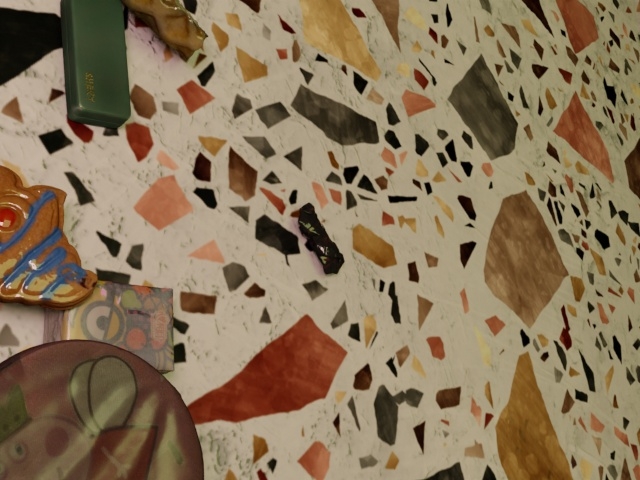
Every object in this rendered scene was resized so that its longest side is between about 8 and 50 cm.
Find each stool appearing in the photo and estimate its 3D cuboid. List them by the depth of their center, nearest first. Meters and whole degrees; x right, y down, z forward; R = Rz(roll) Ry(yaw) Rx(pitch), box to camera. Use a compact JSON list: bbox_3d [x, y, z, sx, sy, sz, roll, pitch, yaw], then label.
[{"bbox_3d":[-0.270,0.245,0.729,0.272,0.178,0.272,18,62,-38],"label":"stool"}]

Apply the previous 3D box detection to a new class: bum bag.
[{"bbox_3d":[-0.001,0.000,1.182,0.124,0.034,0.058,58,36,-10],"label":"bum bag"}]

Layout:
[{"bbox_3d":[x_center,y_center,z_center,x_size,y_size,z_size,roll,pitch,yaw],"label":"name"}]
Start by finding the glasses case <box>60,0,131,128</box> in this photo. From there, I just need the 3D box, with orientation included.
[{"bbox_3d":[-0.303,-0.246,0.991,0.078,0.039,0.184,5,71,-42],"label":"glasses case"}]

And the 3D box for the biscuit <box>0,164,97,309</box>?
[{"bbox_3d":[-0.370,-0.016,0.801,0.280,0.043,0.183,36,49,-15],"label":"biscuit"}]

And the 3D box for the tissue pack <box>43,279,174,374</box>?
[{"bbox_3d":[-0.251,0.105,0.886,0.148,0.060,0.108,12,67,-39],"label":"tissue pack"}]

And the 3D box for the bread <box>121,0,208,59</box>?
[{"bbox_3d":[-0.253,-0.364,1.051,0.232,0.088,0.128,51,11,-22],"label":"bread"}]
